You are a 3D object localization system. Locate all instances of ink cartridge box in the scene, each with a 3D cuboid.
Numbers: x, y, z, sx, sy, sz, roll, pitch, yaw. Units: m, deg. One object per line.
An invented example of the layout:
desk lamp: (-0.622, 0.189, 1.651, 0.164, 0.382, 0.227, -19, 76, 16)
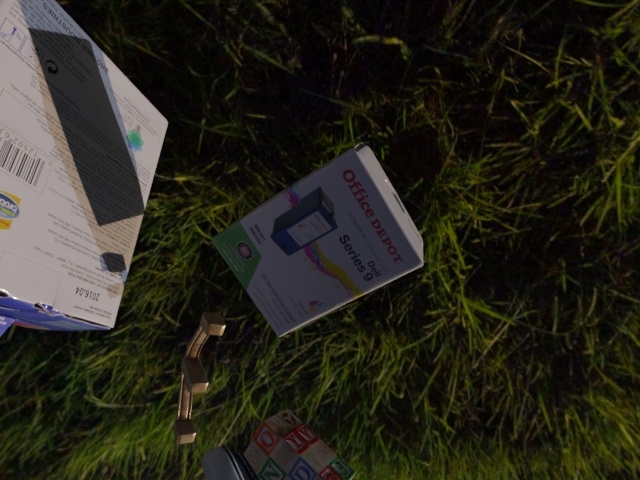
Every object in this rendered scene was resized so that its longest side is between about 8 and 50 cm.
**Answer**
ink cartridge box: (-0.352, -0.055, 0.485, 0.151, 0.395, 0.270, -4, 155, 16)
ink cartridge box: (0.000, 0.000, 0.526, 0.212, 0.093, 0.154, -29, 99, 18)

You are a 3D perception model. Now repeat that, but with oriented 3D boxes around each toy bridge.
toy bridge: (-0.172, 0.182, 0.573, 0.026, 0.063, 0.188, 9, 106, -32)

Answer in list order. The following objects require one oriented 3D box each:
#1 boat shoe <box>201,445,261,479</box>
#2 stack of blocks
boat shoe: (-0.011, 0.215, 0.302, 0.183, 0.083, 0.065, 60, 149, 5)
stack of blocks: (-0.092, 0.486, 0.760, 0.171, 0.087, 0.297, 34, 99, 24)
